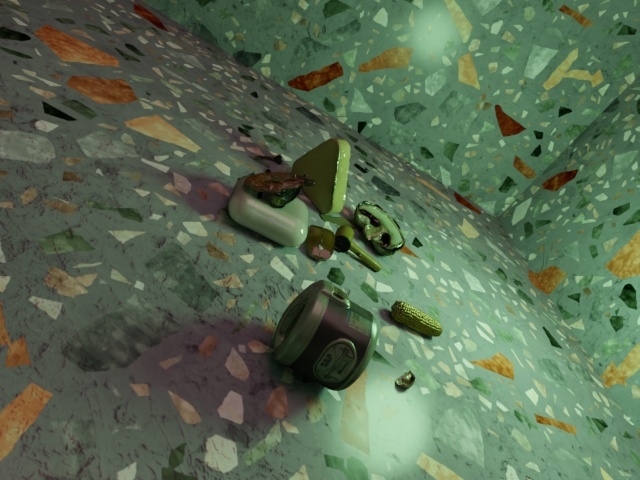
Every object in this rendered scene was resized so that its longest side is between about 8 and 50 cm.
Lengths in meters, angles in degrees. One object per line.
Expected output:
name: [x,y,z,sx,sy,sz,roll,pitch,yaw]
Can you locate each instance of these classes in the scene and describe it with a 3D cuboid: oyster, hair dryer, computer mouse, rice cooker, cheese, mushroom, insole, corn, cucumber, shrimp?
oyster: [0.309,0.513,1.576,0.083,0.038,0.080,0,28,-10]
hair dryer: [0.181,0.048,2.057,0.279,0.090,0.135,39,26,-8]
computer mouse: [0.000,0.000,1.931,0.126,0.056,0.245,17,34,-6]
rice cooker: [0.009,0.286,1.314,0.277,0.288,0.288,33,29,-10]
cheese: [-0.011,-0.352,2.247,0.104,0.384,0.384,-8,51,-42]
mushroom: [0.299,-0.049,2.277,0.247,0.130,0.344,-20,59,-38]
insole: [0.097,-0.102,2.246,0.253,0.005,0.086,10,38,-39]
corn: [0.418,0.343,1.864,0.260,0.091,0.091,27,66,-17]
cucumber: [-0.130,-0.194,1.787,0.067,0.067,0.245,38,29,2]
shrimp: [-0.158,-0.229,1.720,0.294,0.062,0.154,-3,33,1]

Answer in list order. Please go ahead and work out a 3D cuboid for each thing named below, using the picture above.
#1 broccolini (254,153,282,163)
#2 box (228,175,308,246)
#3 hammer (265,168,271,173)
broccolini: [-0.284,-0.439,2.305,0.194,0.054,0.052,-9,22,-44]
box: [-0.210,-0.125,1.813,0.349,0.141,0.288,27,32,-17]
hammer: [-0.231,-0.282,2.135,0.103,0.029,0.246,10,37,-40]
